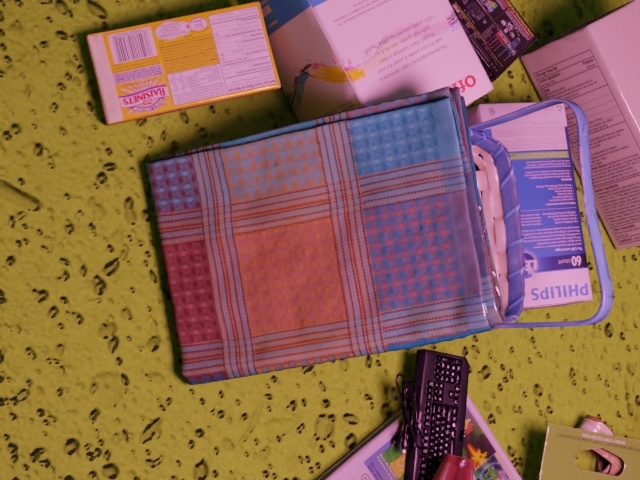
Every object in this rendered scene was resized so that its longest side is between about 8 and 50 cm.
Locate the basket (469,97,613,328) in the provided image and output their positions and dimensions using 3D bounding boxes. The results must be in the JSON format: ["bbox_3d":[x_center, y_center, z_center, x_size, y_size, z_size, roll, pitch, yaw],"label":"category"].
[{"bbox_3d":[0.188,-0.012,1.612,0.201,0.289,0.254,7,73,-58],"label":"basket"}]

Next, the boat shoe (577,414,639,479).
[{"bbox_3d":[0.377,0.285,1.805,0.135,0.050,0.045,46,78,-11],"label":"boat shoe"}]

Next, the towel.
[{"bbox_3d":[0.000,0.000,1.540,0.370,0.040,0.271,-12,85,13],"label":"towel"}]

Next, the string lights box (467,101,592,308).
[{"bbox_3d":[0.256,-0.042,1.776,0.133,0.077,0.259,-4,84,-26],"label":"string lights box"}]

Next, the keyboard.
[{"bbox_3d":[0.135,0.226,1.659,0.100,0.038,0.192,11,76,-24],"label":"keyboard"}]

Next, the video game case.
[{"bbox_3d":[0.138,0.378,1.676,0.300,0.036,0.329,-36,98,-26],"label":"video game case"}]

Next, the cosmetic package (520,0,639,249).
[{"bbox_3d":[0.410,-0.152,1.830,0.129,0.153,0.296,-31,97,-28],"label":"cosmetic package"}]

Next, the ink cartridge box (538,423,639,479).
[{"bbox_3d":[0.355,0.365,1.702,0.189,0.097,0.255,13,81,-26],"label":"ink cartridge box"}]

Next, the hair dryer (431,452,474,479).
[{"bbox_3d":[0.194,0.385,1.608,0.224,0.080,0.293,-23,83,-9],"label":"hair dryer"}]

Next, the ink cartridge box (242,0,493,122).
[{"bbox_3d":[0.052,-0.226,1.653,0.171,0.168,0.232,-29,95,-25],"label":"ink cartridge box"}]

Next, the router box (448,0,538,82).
[{"bbox_3d":[0.212,-0.279,1.814,0.092,0.038,0.122,-44,102,-24],"label":"router box"}]

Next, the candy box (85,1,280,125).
[{"bbox_3d":[-0.157,-0.204,1.601,0.206,0.027,0.105,-13,91,-13],"label":"candy box"}]
